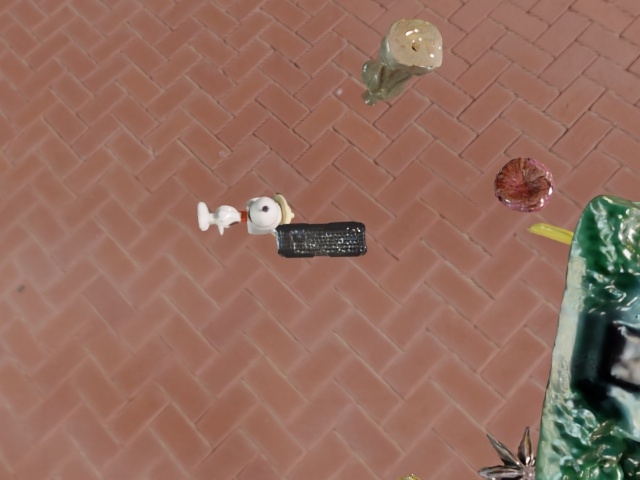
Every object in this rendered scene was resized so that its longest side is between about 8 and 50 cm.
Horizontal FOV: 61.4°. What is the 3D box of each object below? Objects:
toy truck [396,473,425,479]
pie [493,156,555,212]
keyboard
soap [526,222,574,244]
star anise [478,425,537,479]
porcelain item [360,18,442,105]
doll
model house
[{"bbox_3d":[0.104,0.262,0.484,0.052,0.123,0.062,39,76,-19],"label":"toy truck"},{"bbox_3d":[0.526,-0.144,1.393,0.154,0.038,0.153,-4,81,28],"label":"pie"},{"bbox_3d":[0.000,0.000,1.518,0.262,0.016,0.106,-1,109,14],"label":"keyboard"},{"bbox_3d":[0.665,-0.021,1.532,0.168,0.089,0.033,24,86,43],"label":"soap"},{"bbox_3d":[0.456,0.512,1.212,0.205,0.061,0.180,-16,59,-2],"label":"star anise"},{"bbox_3d":[0.101,-0.253,0.820,0.081,0.216,0.069,0,85,-14],"label":"porcelain item"},{"bbox_3d":[-0.234,-0.083,1.687,0.272,0.208,0.143,-6,80,12],"label":"doll"},{"bbox_3d":[0.335,0.114,0.372,0.230,0.249,0.280,4,96,-29],"label":"model house"}]
